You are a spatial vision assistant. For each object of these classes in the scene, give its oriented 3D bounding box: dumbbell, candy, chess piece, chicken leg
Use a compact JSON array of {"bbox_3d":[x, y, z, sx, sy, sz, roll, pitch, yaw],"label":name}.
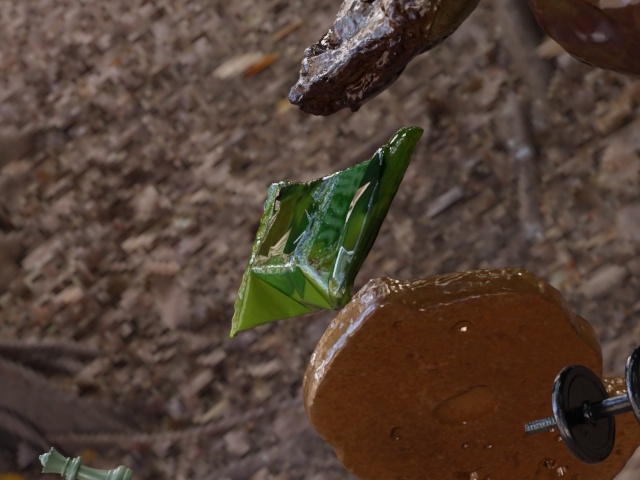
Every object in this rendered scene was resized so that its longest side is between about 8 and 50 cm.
[{"bbox_3d":[0.197,0.108,1.034,0.147,0.069,0.069,-22,27,36],"label":"dumbbell"},{"bbox_3d":[0.000,0.000,1.231,0.246,0.069,0.149,-13,52,59],"label":"candy"},{"bbox_3d":[-0.237,0.232,1.571,0.042,0.093,0.042,-159,90,-86],"label":"chess piece"},{"bbox_3d":[0.085,-0.239,1.513,0.322,0.083,0.177,-40,33,31],"label":"chicken leg"}]

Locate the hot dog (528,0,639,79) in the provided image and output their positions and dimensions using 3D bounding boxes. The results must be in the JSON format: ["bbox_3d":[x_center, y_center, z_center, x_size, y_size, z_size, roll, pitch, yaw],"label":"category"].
[{"bbox_3d":[0.336,-0.190,1.118,0.387,0.267,0.174,22,57,32],"label":"hot dog"}]

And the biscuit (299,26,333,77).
[{"bbox_3d":[0.059,-0.249,1.873,0.212,0.036,0.212,-36,18,14],"label":"biscuit"}]

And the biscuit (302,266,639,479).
[{"bbox_3d":[0.182,0.194,1.887,0.349,0.455,0.078,-34,35,15],"label":"biscuit"}]
